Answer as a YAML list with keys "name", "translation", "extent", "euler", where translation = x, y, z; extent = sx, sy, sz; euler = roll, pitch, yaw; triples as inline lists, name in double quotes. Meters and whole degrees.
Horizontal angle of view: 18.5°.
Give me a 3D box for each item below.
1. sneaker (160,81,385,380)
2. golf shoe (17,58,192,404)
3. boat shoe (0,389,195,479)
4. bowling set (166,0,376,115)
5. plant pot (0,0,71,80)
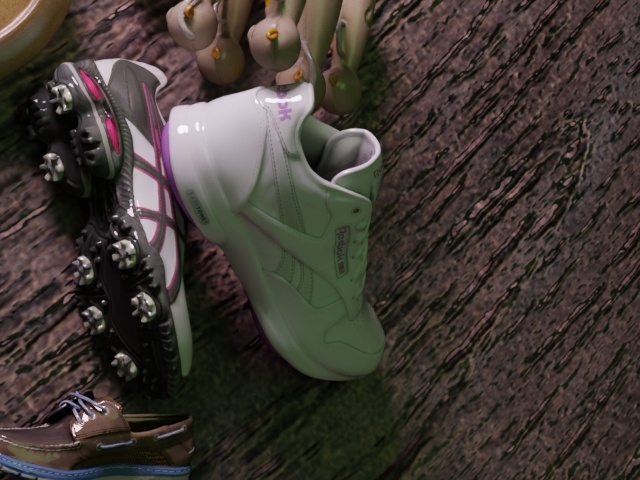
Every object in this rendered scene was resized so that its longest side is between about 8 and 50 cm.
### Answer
- name: "sneaker"
  translation: [0.000, 0.000, 1.539]
  extent: [0.114, 0.152, 0.305]
  euler: [-94, 158, -46]
- name: "golf shoe"
  translation: [-0.134, -0.013, 1.527]
  extent: [0.120, 0.105, 0.273]
  euler: [-17, 92, -42]
- name: "boat shoe"
  translation: [-0.176, 0.148, 1.485]
  extent: [0.183, 0.066, 0.066]
  euler: [9, 97, -41]
- name: "bowling set"
  translation: [-0.071, -0.183, 1.580]
  extent: [0.287, 0.200, 0.154]
  euler: [40, 56, -70]
- name: "plant pot"
  translation: [-0.289, -0.227, 1.461]
  extent: [0.236, 0.032, 0.236]
  euler: [3, 83, -23]
